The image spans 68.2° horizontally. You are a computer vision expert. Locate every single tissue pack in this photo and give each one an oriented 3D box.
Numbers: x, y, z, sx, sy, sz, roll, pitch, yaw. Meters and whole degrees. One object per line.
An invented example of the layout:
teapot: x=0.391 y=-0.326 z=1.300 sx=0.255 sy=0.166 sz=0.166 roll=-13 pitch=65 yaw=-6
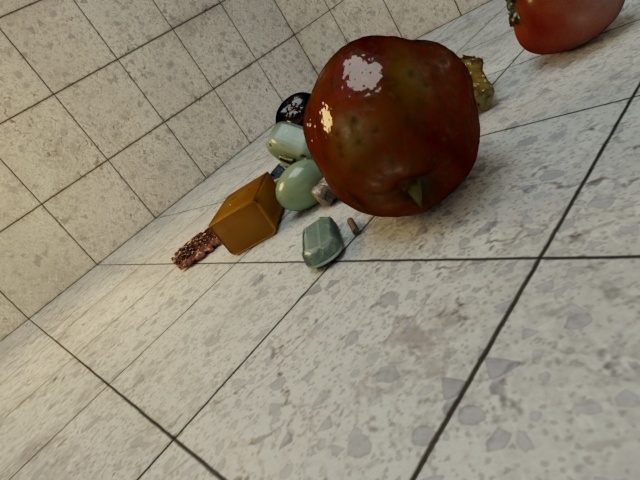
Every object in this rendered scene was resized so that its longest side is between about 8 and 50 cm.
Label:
tissue pack: x=-0.243 y=-0.095 z=1.638 sx=0.194 sy=0.145 sz=0.274 roll=-26 pitch=21 yaw=16

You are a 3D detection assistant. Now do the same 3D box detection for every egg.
egg: x=-0.058 y=-0.178 z=1.529 sx=0.192 sy=0.149 sz=0.149 roll=-37 pitch=20 yaw=4

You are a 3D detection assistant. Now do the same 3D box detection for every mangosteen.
mangosteen: x=-0.084 y=-0.614 z=2.443 sx=0.275 sy=0.275 sz=0.302 roll=-30 pitch=-15 yaw=12

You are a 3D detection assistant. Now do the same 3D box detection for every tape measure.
tape measure: x=-0.077 y=-0.309 z=1.662 sx=0.243 sy=0.246 sz=0.125 roll=21 pitch=83 yaw=35

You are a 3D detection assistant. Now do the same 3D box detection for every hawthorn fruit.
hawthorn fruit: x=0.165 y=-0.221 z=1.029 sx=0.402 sy=0.403 sz=0.403 roll=-29 pitch=21 yaw=13

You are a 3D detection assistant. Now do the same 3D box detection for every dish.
dish: x=-0.126 y=-0.271 z=1.934 sx=0.181 sy=0.080 sz=0.243 roll=-21 pitch=24 yaw=31

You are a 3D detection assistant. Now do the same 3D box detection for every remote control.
remote control: x=0.000 y=0.000 z=1.197 sx=0.104 sy=0.052 sz=0.247 roll=-30 pitch=18 yaw=7

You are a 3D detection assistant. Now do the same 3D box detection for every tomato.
tomato: x=0.693 y=-0.698 z=1.335 sx=0.321 sy=0.321 sz=0.321 roll=-29 pitch=21 yaw=13

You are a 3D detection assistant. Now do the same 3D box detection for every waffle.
waffle: x=-0.483 y=0.027 z=1.858 sx=0.221 sy=0.055 sz=0.234 roll=-36 pitch=26 yaw=-10
waffle: x=0.342 y=-0.480 z=1.470 sx=0.348 sy=0.078 sz=0.304 roll=-5 pitch=38 yaw=8

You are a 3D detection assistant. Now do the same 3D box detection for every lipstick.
lipstick: x=0.082 y=-0.036 z=1.194 sx=0.019 sy=0.019 sz=0.094 roll=-32 pitch=21 yaw=7

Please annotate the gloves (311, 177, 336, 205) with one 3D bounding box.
gloves: x=0.042 y=-0.170 z=1.444 sx=0.144 sy=0.110 sz=0.094 roll=-62 pitch=28 yaw=8
